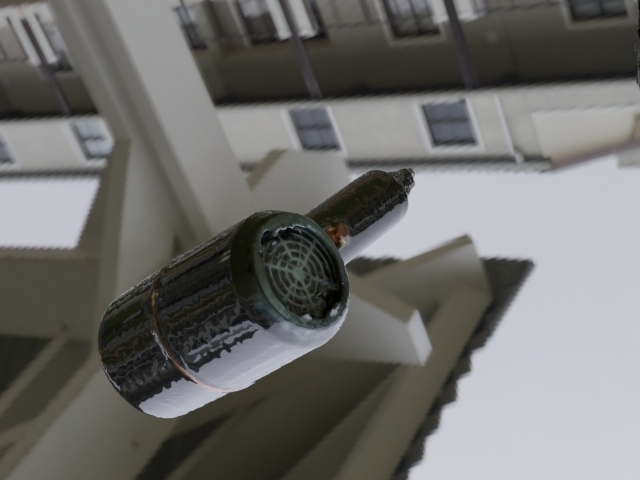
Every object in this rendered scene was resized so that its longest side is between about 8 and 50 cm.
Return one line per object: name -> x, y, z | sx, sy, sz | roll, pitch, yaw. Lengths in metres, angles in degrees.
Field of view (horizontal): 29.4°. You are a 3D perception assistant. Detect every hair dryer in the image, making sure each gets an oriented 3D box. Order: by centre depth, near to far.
hair dryer -> 0.000, 0.000, 0.959 | 0.189, 0.107, 0.352 | -30, -175, 43

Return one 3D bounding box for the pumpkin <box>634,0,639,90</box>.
pumpkin -> 0.212, -0.062, 0.377 | 0.233, 0.233, 0.163 | 5, -126, 39
